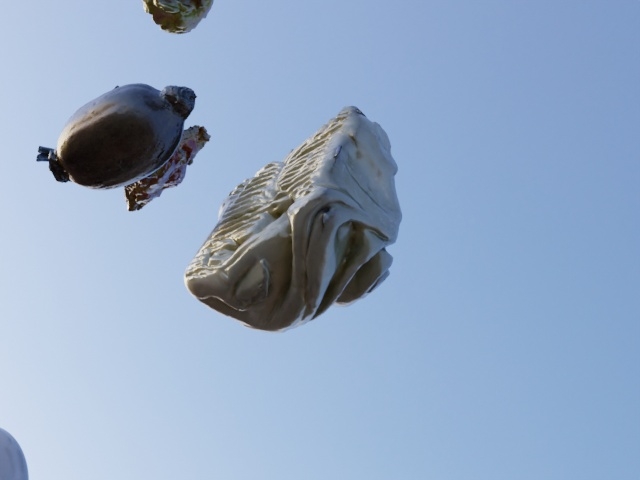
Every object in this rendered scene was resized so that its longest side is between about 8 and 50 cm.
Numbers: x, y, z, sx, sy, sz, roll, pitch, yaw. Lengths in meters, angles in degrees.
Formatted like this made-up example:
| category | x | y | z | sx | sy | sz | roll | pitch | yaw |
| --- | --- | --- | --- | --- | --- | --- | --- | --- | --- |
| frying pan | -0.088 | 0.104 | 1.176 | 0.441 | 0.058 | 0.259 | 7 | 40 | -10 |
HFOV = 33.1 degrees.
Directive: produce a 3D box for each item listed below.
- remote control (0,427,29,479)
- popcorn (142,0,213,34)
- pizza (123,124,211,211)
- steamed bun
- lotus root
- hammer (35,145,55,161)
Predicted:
| category | x | y | z | sx | sy | sz | roll | pitch | yaw |
| --- | --- | --- | --- | --- | --- | --- | --- | --- | --- |
| remote control | -0.461 | 0.363 | 1.246 | 0.221 | 0.332 | 0.103 | 15 | -21 | 43 |
| popcorn | -0.230 | -0.388 | 1.769 | 0.089 | 0.109 | 0.097 | -2 | -88 | 50 |
| pizza | -0.258 | -0.111 | 1.718 | 0.062 | 0.199 | 0.188 | 45 | -80 | 5 |
| steamed bun | 0.000 | 0.000 | 1.648 | 0.237 | 0.394 | 0.346 | 48 | -9 | -22 |
| lotus root | -0.247 | -0.132 | 1.372 | 0.209 | 0.120 | 0.120 | -29 | -65 | 4 |
| hammer | -0.402 | -0.126 | 1.822 | 0.246 | 0.103 | 0.029 | 21 | -80 | 54 |
